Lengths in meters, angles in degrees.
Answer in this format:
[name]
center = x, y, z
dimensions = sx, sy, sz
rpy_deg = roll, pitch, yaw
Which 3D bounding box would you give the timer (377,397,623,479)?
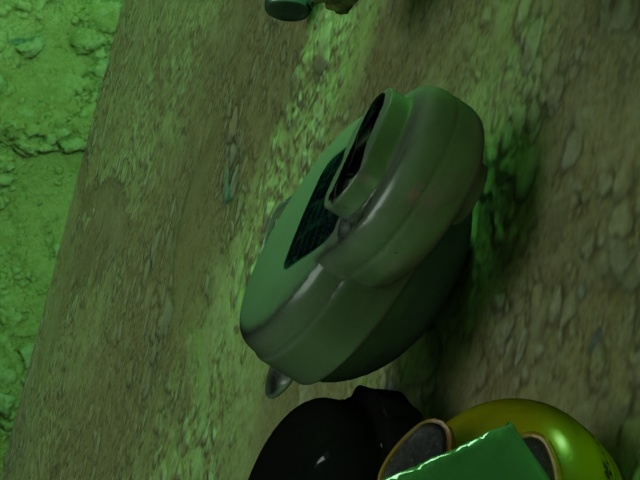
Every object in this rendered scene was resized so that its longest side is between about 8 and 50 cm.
[timer]
center = 0.093, 0.131, 0.791
dimensions = 0.107, 0.109, 0.107
rpy_deg = -17, 54, 25

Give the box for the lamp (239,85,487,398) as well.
[lamp]
center = 0.037, 0.000, 1.037
dimensions = 0.246, 0.108, 0.179
rpy_deg = -48, 20, 57

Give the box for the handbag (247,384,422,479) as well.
[handbag]
center = 0.008, 0.228, 0.995
dimensions = 0.308, 0.093, 0.254
rpy_deg = -101, 27, -56

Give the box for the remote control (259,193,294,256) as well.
[remote control]
center = 0.000, 0.000, 1.292
dimensions = 0.244, 0.047, 0.087
rpy_deg = 152, 131, -71

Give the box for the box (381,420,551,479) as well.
[box]
center = 0.046, 0.195, 0.675
dimensions = 0.178, 0.138, 0.274
rpy_deg = 60, 149, 15

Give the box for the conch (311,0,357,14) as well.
[conch]
center = 0.012, -0.284, 1.213
dimensions = 0.178, 0.163, 0.245
rpy_deg = 42, 145, 53

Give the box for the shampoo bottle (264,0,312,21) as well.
[shampoo bottle]
center = -0.018, -0.319, 1.591
dimensions = 0.087, 0.049, 0.234
rpy_deg = 134, 144, -67
